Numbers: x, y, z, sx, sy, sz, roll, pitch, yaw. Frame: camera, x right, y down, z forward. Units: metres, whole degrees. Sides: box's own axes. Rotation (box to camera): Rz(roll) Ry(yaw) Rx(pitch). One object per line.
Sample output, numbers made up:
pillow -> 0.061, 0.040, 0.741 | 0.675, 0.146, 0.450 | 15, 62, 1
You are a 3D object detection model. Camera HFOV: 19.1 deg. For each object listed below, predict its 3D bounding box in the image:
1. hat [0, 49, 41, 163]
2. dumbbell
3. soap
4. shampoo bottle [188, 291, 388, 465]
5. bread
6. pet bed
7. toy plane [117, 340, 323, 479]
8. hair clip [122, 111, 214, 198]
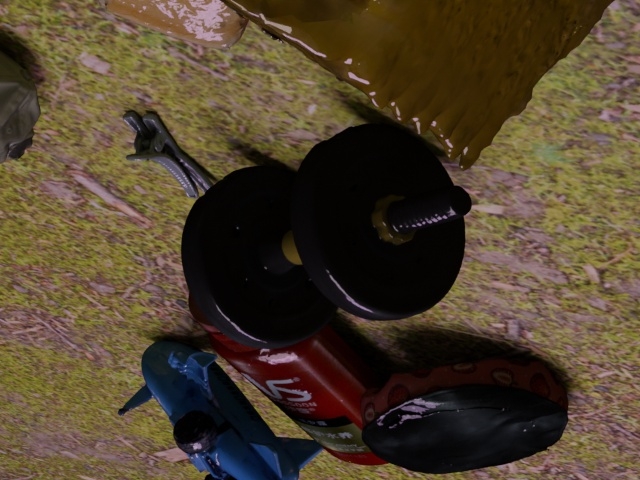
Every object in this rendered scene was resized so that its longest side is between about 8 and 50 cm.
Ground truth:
hat -> -0.280, -0.127, 1.421 | 0.166, 0.081, 0.122 | 36, -167, -8
dumbbell -> 0.000, 0.000, 1.410 | 0.143, 0.143, 0.325 | 29, 154, -28
soap -> 0.062, -0.140, 0.933 | 0.339, 0.169, 0.304 | 30, -176, -28
shampoo bottle -> -0.017, 0.118, 1.767 | 0.118, 0.076, 0.314 | 10, 157, 33
bread -> -0.076, -0.178, 1.146 | 0.106, 0.082, 0.125 | 13, 149, -19
pet bed -> 0.133, 0.165, 1.746 | 0.201, 0.053, 0.201 | -3, 151, -2
toy plane -> -0.101, 0.175, 1.825 | 0.271, 0.105, 0.254 | 28, 154, 42
hair clip -> -0.120, -0.057, 1.495 | 0.030, 0.039, 0.115 | 8, 158, 32
